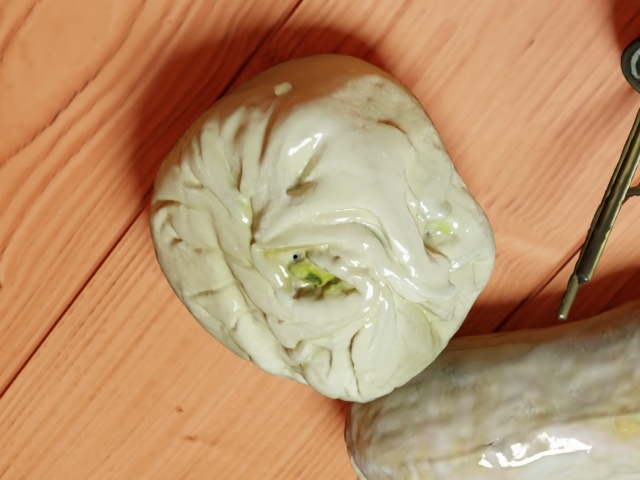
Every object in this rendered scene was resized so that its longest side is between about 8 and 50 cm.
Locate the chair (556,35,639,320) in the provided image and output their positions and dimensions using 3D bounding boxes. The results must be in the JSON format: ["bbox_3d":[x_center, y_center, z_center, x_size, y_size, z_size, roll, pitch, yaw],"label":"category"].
[{"bbox_3d":[0.253,-0.096,1.065,0.160,0.170,0.325,15,77,4],"label":"chair"}]

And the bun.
[{"bbox_3d":[0.000,0.000,1.139,0.229,0.145,0.229,2,113,5],"label":"bun"}]

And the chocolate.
[{"bbox_3d":[0.162,0.115,1.194,0.309,0.134,0.134,-13,116,17],"label":"chocolate"}]
